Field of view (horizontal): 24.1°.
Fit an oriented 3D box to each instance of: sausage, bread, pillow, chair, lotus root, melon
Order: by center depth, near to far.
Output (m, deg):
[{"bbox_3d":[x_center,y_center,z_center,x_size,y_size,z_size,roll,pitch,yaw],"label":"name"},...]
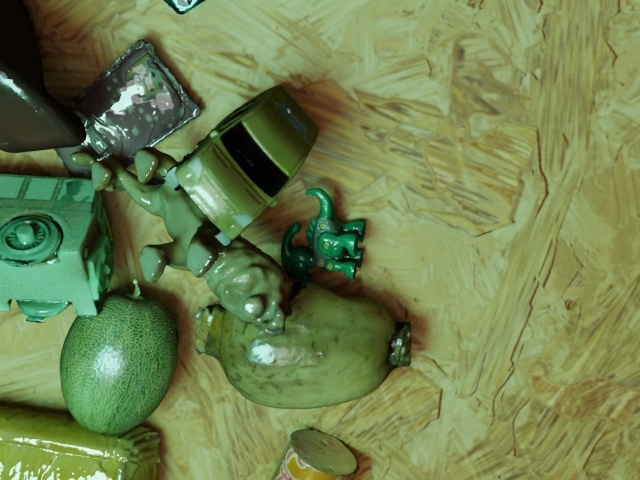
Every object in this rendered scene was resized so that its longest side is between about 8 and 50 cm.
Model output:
[{"bbox_3d":[-0.465,-0.175,1.664,0.401,0.226,0.226,-10,106,11],"label":"chair"},{"bbox_3d":[-0.236,-0.139,1.734,0.185,0.043,0.118,-35,104,14],"label":"pillow"},{"bbox_3d":[-0.023,0.116,1.734,0.257,0.140,0.154,1,115,1],"label":"lotus root"},{"bbox_3d":[-0.237,0.136,1.772,0.139,0.139,0.192,17,102,3],"label":"melon"},{"bbox_3d":[-0.345,0.281,1.830,0.288,0.119,0.152,7,87,5],"label":"bread"},{"bbox_3d":[-0.055,0.385,1.850,0.093,0.093,0.312,25,110,0],"label":"sausage"}]

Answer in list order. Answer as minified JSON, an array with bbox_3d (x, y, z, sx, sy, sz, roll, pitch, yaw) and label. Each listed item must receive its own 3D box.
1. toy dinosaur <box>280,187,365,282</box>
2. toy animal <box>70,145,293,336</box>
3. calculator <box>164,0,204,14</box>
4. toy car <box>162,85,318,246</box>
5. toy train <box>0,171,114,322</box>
[{"bbox_3d":[0.000,0.000,1.740,0.096,0.059,0.132,6,117,12],"label":"toy dinosaur"},{"bbox_3d":[-0.138,-0.010,1.670,0.097,0.157,0.312,-50,54,19],"label":"toy animal"},{"bbox_3d":[-0.141,-0.414,1.623,0.248,0.058,0.274,40,109,-5],"label":"calculator"},{"bbox_3d":[-0.075,-0.090,1.614,0.124,0.256,0.101,-40,98,14],"label":"toy car"},{"bbox_3d":[-0.394,0.002,1.732,0.326,0.159,0.129,2,135,10],"label":"toy train"}]
